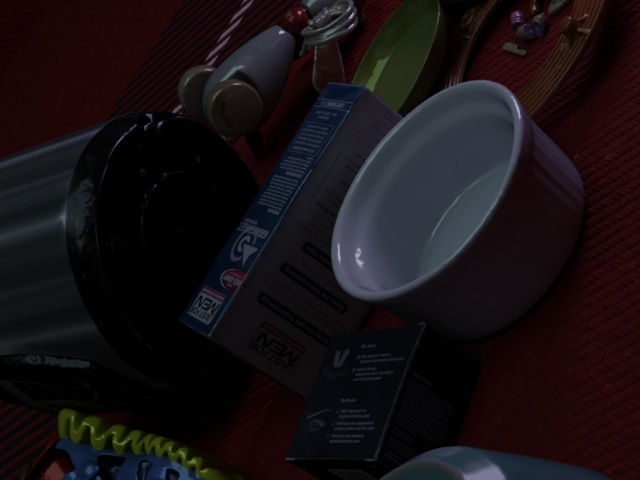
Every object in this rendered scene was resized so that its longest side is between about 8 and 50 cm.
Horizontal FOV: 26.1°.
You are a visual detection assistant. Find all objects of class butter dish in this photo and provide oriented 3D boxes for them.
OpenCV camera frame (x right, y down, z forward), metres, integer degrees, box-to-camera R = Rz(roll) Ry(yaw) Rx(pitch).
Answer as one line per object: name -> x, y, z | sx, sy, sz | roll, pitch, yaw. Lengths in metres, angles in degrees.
butter dish -> -0.325, 0.363, 1.832 | 0.160, 0.160, 0.118 | -52, 52, 4

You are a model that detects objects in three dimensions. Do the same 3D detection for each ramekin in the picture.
ramekin -> 0.154, -0.024, 1.505 | 0.277, 0.135, 0.277 | -37, 33, 30

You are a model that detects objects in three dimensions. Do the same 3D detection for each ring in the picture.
ring -> 0.234, -0.256, 1.696 | 0.336, 0.032, 0.336 | -45, 29, 34

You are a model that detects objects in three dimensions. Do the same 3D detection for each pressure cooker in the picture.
pressure cooker -> -0.311, 0.041, 1.860 | 0.420, 0.370, 0.375 | -13, 15, 36

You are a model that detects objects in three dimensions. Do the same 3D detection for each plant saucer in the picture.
plant saucer -> 0.104, -0.223, 1.859 | 0.241, 0.037, 0.241 | -52, 23, 33

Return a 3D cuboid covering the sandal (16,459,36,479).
sandal -> -0.403, 0.417, 1.960 | 0.090, 0.060, 0.219 | -45, 43, 28

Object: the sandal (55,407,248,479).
sandal -> -0.217, 0.304, 1.693 | 0.317, 0.126, 0.138 | 6, 70, 42

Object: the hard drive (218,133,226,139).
hard drive -> -0.260, -0.066, 2.240 | 0.172, 0.054, 0.254 | -18, 39, 47

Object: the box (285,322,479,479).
box -> 0.066, 0.180, 1.462 | 0.156, 0.093, 0.158 | -10, 52, 53

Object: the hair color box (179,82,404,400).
hair color box -> 0.000, 0.000, 1.671 | 0.347, 0.174, 0.105 | -58, 28, -7

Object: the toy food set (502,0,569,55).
toy food set -> 0.272, -0.290, 1.735 | 0.122, 0.019, 0.078 | -55, 28, 0

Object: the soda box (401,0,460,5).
soda box -> 0.161, -0.368, 1.891 | 0.074, 0.069, 0.216 | -57, 16, -6

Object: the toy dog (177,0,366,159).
toy dog -> -0.049, -0.247, 2.087 | 0.334, 0.161, 0.220 | -29, 32, 13

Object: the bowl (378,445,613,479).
bowl -> 0.119, 0.300, 1.180 | 0.311, 0.163, 0.311 | -36, 33, 28
